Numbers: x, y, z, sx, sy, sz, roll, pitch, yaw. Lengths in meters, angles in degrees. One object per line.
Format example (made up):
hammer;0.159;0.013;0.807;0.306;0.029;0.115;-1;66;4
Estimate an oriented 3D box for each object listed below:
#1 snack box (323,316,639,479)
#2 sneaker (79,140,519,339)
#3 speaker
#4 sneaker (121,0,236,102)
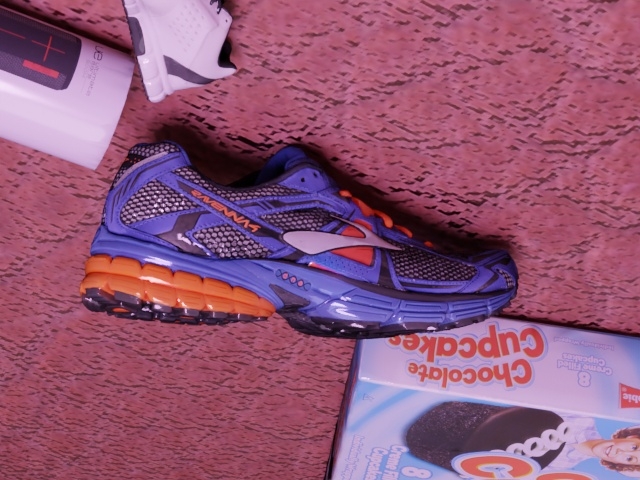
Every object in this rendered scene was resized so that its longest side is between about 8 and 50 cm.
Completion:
snack box;0.098;0.153;0.868;0.187;0.060;0.322;8;145;-1
sneaker;0.000;0.000;0.652;0.221;0.087;0.083;7;172;-28
speaker;-0.150;-0.077;0.593;0.136;0.055;0.055;20;144;-16
sneaker;-0.060;-0.101;0.562;0.044;0.040;0.109;-11;148;-1
